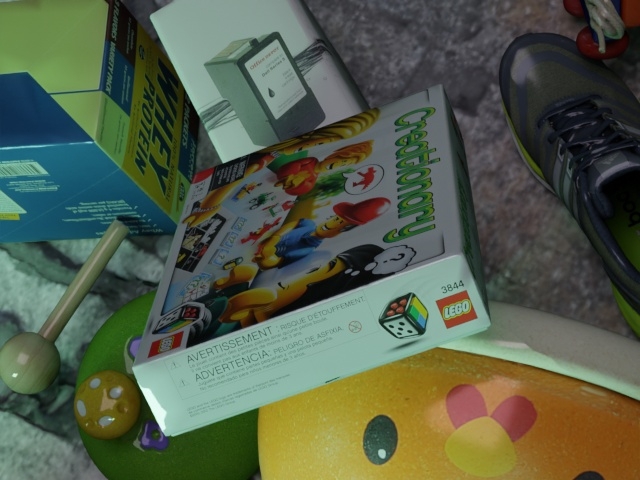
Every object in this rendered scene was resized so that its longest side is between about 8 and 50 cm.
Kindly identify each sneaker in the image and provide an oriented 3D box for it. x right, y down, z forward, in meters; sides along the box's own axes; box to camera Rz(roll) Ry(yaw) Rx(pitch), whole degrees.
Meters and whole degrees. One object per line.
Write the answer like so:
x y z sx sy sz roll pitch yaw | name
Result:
0.229 -0.056 1.211 0.111 0.121 0.300 -32 63 3 | sneaker

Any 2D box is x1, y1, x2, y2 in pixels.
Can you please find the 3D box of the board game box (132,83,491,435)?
0.000 0.000 0.971 0.193 0.053 0.305 -20 21 10 | board game box

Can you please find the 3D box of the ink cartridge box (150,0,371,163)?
-0.005 -0.068 1.247 0.115 0.198 0.273 -31 63 5 | ink cartridge box

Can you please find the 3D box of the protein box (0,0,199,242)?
-0.233 -0.097 1.328 0.200 0.201 0.136 -3 69 16 | protein box

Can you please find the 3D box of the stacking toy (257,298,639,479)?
0.074 0.298 0.979 0.351 0.350 0.479 7 68 20 | stacking toy

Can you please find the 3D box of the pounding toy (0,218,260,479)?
-0.149 0.105 1.254 0.237 0.110 0.183 37 91 19 | pounding toy

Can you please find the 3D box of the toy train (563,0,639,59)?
0.272 -0.197 1.217 0.143 0.105 0.248 -4 30 3 | toy train
